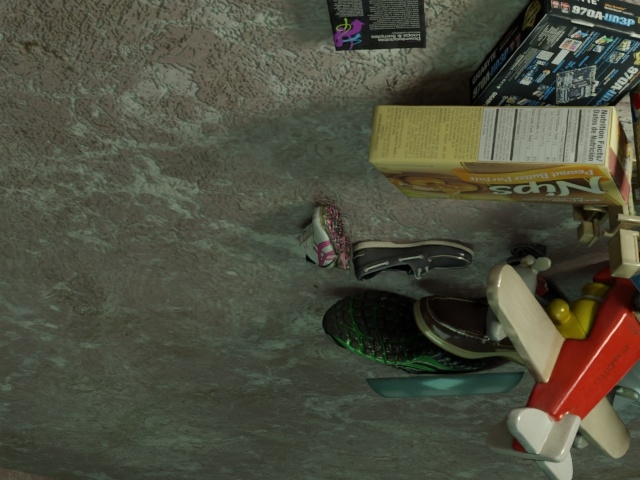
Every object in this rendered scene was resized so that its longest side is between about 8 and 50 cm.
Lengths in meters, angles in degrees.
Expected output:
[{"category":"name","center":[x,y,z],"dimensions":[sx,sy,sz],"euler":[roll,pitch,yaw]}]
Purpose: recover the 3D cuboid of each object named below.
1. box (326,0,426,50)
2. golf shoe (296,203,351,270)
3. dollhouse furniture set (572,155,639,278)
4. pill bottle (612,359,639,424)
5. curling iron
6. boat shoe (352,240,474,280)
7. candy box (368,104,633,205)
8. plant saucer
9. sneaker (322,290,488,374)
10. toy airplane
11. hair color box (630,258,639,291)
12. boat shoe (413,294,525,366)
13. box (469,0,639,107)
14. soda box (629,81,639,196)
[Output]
[{"category":"box","center":[0.066,-0.285,1.429],"dimensions":[0.116,0.029,0.162],"euler":[0,151,7]},{"category":"golf shoe","center":[0.000,0.000,1.947],"dimensions":[0.086,0.067,0.186],"euler":[0,153,9]},{"category":"dollhouse furniture set","center":[0.454,-0.006,1.767],"dimensions":[0.101,0.182,0.161],"euler":[7,152,-9]},{"category":"pill bottle","center":[0.595,0.249,2.276],"dimensions":[0.160,0.160,0.283],"euler":[10,151,-14]},{"category":"curling iron","center":[0.392,0.075,2.091],"dimensions":[0.068,0.035,0.274],"euler":[-10,150,23]},{"category":"boat shoe","center":[0.156,0.042,2.017],"dimensions":[0.206,0.065,0.075],"euler":[1,153,3]},{"category":"candy box","center":[0.243,-0.113,1.592],"dimensions":[0.316,0.088,0.183],"euler":[2,168,23]},{"category":"plant saucer","center":[0.251,0.290,2.398],"dimensions":[0.317,0.044,0.317],"euler":[-2,174,0]},{"category":"sneaker","center":[0.148,0.196,2.245],"dimensions":[0.343,0.134,0.146],"euler":[18,150,-28]},{"category":"toy airplane","center":[0.402,0.204,1.989],"dimensions":[0.384,0.386,0.272],"euler":[-5,-160,-31]},{"category":"hair color box","center":[0.621,-0.011,1.670],"dimensions":[0.105,0.174,0.347],"euler":[51,138,-9]},{"category":"boat shoe","center":[0.331,0.147,2.170],"dimensions":[0.342,0.123,0.123],"euler":[18,133,-23]},{"category":"box","center":[0.310,-0.223,1.502],"dimensions":[0.175,0.051,0.220],"euler":[10,152,-14]},{"category":"soda box","center":[0.430,-0.143,1.504],"dimensions":[0.061,0.181,0.058],"euler":[2,153,0]}]
